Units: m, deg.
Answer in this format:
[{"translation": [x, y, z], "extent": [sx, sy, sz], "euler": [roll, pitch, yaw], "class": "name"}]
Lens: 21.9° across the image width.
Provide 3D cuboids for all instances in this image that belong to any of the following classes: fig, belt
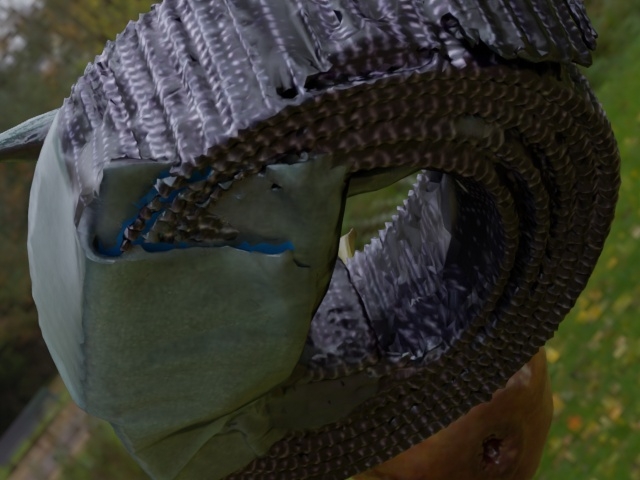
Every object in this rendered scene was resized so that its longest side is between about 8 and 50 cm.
[{"translation": [0.059, 0.070, 1.121], "extent": [0.159, 0.159, 0.257], "euler": [-49, 37, 17], "class": "fig"}, {"translation": [0.000, 0.000, 0.766], "extent": [0.260, 0.122, 0.325], "euler": [-11, -34, -19], "class": "belt"}]

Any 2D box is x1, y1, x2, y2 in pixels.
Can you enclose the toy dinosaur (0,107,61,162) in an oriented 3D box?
[{"translation": [-0.168, -0.100, 1.433], "extent": [0.383, 0.129, 0.331], "euler": [-10, 4, 34], "class": "toy dinosaur"}]
